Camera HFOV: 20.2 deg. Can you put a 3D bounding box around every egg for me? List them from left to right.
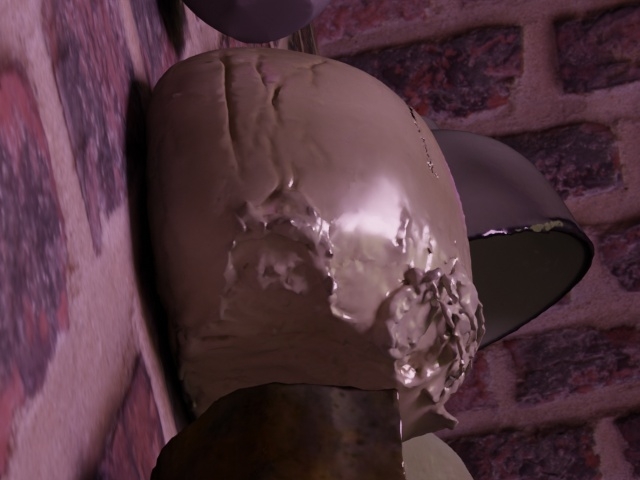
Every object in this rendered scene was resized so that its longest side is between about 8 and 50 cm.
[{"bbox_3d":[-0.064,-0.291,1.606,0.176,0.176,0.232,72,1,-62],"label":"egg"}]

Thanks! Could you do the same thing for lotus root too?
[{"bbox_3d":[-0.036,0.257,0.989,0.267,0.149,0.260,102,-10,-49],"label":"lotus root"}]

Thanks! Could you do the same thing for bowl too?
[{"bbox_3d":[0.068,-0.001,1.735,0.354,0.353,0.185,68,0,-70],"label":"bowl"}]

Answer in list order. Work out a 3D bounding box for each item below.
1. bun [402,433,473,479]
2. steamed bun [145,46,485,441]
[{"bbox_3d":[0.041,0.308,1.612,0.293,0.187,0.293,43,35,-39],"label":"bun"},{"bbox_3d":[0.000,0.000,1.392,0.334,0.232,0.312,76,7,-56],"label":"steamed bun"}]
